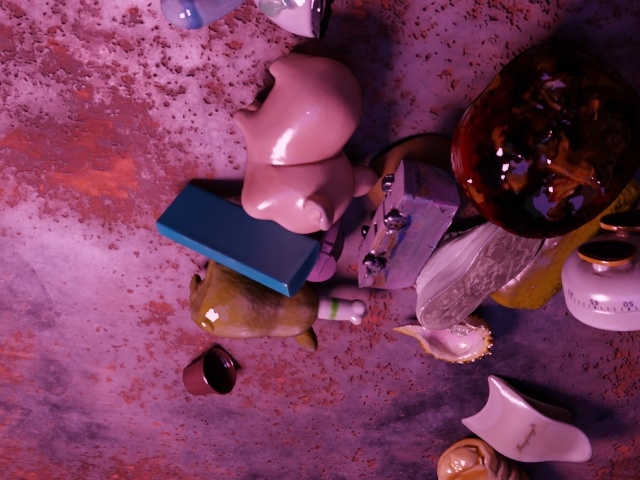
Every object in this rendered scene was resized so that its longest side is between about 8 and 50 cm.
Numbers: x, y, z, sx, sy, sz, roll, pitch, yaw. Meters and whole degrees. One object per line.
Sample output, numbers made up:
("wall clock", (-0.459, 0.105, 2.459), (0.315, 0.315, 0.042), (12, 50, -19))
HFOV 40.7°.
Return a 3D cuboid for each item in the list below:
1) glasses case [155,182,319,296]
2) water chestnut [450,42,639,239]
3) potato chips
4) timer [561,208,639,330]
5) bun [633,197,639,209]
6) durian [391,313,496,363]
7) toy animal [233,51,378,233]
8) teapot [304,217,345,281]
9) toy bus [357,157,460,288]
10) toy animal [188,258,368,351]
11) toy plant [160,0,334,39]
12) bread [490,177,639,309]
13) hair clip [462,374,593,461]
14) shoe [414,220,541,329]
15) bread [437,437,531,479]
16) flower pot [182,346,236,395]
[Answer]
("glasses case", (-0.157, 0.000, 1.638), (0.301, 0.117, 0.070), (24, 151, 21))
("water chestnut", (0.393, -0.157, 1.451), (0.335, 0.347, 0.335), (0, 105, -2))
("potato chips", (0.187, -0.110, 1.670), (0.208, 0.062, 0.195), (8, 127, -9))
("timer", (0.569, 0.091, 1.585), (0.233, 0.233, 0.240), (-13, 114, 9))
("bun", (0.731, -0.010, 1.685), (0.259, 0.160, 0.259), (-1, 126, -2))
("durian", (0.269, 0.197, 1.887), (0.224, 0.078, 0.140), (12, 138, 4))
("toy animal", (-0.027, -0.168, 1.548), (0.269, 0.237, 0.326), (41, 123, 6))
("teapot", (0.005, 0.007, 1.699), (0.148, 0.146, 0.116), (-32, 120, 21))
("toy bus", (0.161, -0.021, 1.648), (0.138, 0.112, 0.317), (8, 147, -11))
("toy animal", (-0.098, 0.121, 1.784), (0.363, 0.180, 0.181), (8, 136, -34))
("toy plant", (-0.142, -0.442, 1.346), (0.332, 0.247, 0.247), (6, 126, 3))
("bread", (0.474, -0.005, 1.714), (0.166, 0.112, 0.383), (25, 121, -17))
("hair clip", (0.500, 0.443, 2.038), (0.282, 0.113, 0.172), (16, 124, -11))
("shoe", (0.295, 0.029, 1.716), (0.124, 0.159, 0.316), (35, 107, -31))
("bread", (0.417, 0.598, 2.142), (0.173, 0.121, 0.311), (-31, 120, 24))
("flower pot", (-0.259, 0.304, 1.951), (0.089, 0.111, 0.111), (-21, 125, 33))
